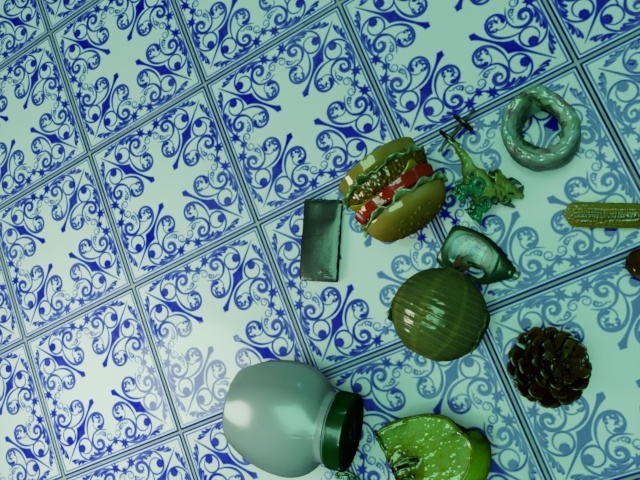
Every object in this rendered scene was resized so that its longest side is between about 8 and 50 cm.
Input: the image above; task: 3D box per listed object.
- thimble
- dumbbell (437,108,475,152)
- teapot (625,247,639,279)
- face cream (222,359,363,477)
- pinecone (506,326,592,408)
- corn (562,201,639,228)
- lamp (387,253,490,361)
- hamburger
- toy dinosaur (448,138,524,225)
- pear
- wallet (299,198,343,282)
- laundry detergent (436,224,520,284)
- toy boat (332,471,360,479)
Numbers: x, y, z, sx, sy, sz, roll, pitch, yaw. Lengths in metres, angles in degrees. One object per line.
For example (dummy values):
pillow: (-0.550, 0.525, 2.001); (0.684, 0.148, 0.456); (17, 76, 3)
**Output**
thimble: (0.555, -0.285, 1.589); (0.186, 0.149, 0.210); (-7, 83, 23)
dumbbell: (0.367, -0.297, 1.703); (0.069, 0.069, 0.147); (44, 102, 18)
teapot: (0.800, 0.067, 1.513); (0.129, 0.078, 0.098); (5, 48, 9)
face cream: (-0.079, 0.494, 1.743); (0.357, 0.219, 0.312); (7, 89, 21)
pinecone: (0.558, 0.303, 1.526); (0.208, 0.208, 0.207); (-1, 86, 21)
corn: (0.708, -0.062, 1.557); (0.207, 0.068, 0.068); (4, 88, 19)
lamp: (0.309, 0.163, 1.602); (0.250, 0.250, 0.284); (22, 90, 21)
hamburger: (0.202, -0.116, 1.650); (0.274, 0.274, 0.212); (-38, 74, 15)
toy dinosaur: (0.401, -0.151, 1.639); (0.259, 0.094, 0.153); (38, 99, -12)
pear: (0.300, 0.546, 1.631); (0.255, 0.164, 0.238); (-35, 56, 7)
wallet: (0.000, 0.000, 1.850); (0.124, 0.025, 0.244); (3, 88, 22)
laundry detergent: (0.421, 0.056, 1.665); (0.211, 0.063, 0.137); (30, 99, 18)
toy boat: (0.071, 0.669, 1.772); (0.083, 0.038, 0.038); (16, 92, 20)
